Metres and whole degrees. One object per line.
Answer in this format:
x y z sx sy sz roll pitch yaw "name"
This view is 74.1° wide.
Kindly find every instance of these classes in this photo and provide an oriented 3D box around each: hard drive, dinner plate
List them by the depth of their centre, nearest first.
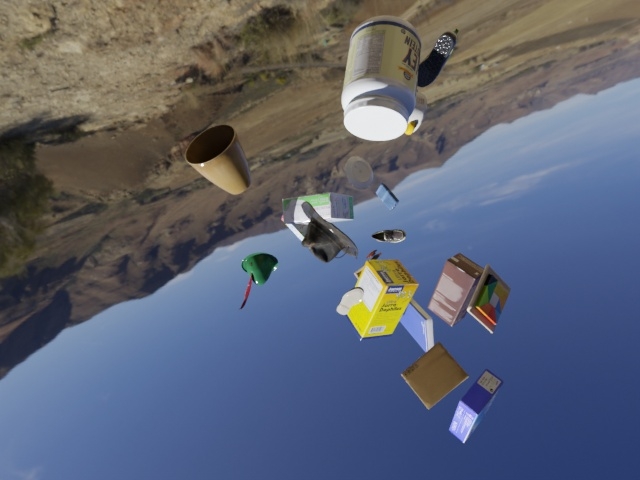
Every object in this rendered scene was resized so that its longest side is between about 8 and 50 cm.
0.161 -0.278 1.719 0.141 0.141 0.017 -26 -178 -33 "dinner plate"
0.456 0.385 2.087 0.040 0.210 0.318 -16 -154 -11 "hard drive"

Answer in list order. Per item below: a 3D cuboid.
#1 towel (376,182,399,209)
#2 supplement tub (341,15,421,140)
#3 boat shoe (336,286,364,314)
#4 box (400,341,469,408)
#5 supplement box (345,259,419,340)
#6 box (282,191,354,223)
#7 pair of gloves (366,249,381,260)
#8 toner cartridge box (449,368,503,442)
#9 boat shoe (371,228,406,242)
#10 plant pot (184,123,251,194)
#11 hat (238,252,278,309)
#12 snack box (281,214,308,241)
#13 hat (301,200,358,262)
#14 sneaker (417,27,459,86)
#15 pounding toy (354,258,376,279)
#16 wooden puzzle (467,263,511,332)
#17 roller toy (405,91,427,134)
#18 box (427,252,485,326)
0.303 -0.198 1.912 0.029 0.119 0.067 -16 151 -39 "towel"
0.194 -0.514 1.366 0.235 0.324 0.235 8 165 2 "supplement tub"
0.134 0.252 1.872 0.206 0.075 0.065 -57 -175 45 "boat shoe"
0.436 0.517 1.628 0.201 0.164 0.021 -43 152 7 "box"
0.289 0.289 2.077 0.195 0.356 0.194 1 -144 -30 "supplement box"
-0.009 -0.143 1.993 0.262 0.126 0.231 -4 178 30 "box"
0.298 0.084 2.359 0.074 0.010 0.083 -40 -152 -3 "pair of gloves"
0.581 0.631 1.600 0.165 0.348 0.075 -39 -125 -21 "toner cartridge box"
0.279 -0.016 1.749 0.152 0.056 0.049 -8 178 43 "boat shoe"
-0.410 -0.323 1.829 0.237 0.254 0.237 -14 -132 16 "plant pot"
-0.277 0.187 1.938 0.173 0.183 0.208 3 142 -14 "hat"
-0.099 -0.114 2.521 0.174 0.207 0.070 -39 169 -25 "snack box"
0.000 0.000 1.665 0.134 0.331 0.331 -46 -168 -6 "hat"
0.441 -0.679 1.592 0.097 0.084 0.234 -46 178 -43 "sneaker"
0.273 0.236 2.261 0.181 0.206 0.094 -39 164 13 "pounding toy"
0.718 0.247 1.779 0.044 0.239 0.221 8 -117 52 "wooden puzzle"
0.413 -0.613 2.014 0.146 0.191 0.209 13 -157 -13 "roller toy"
0.772 0.282 2.421 0.143 0.381 0.191 -24 -131 -35 "box"
